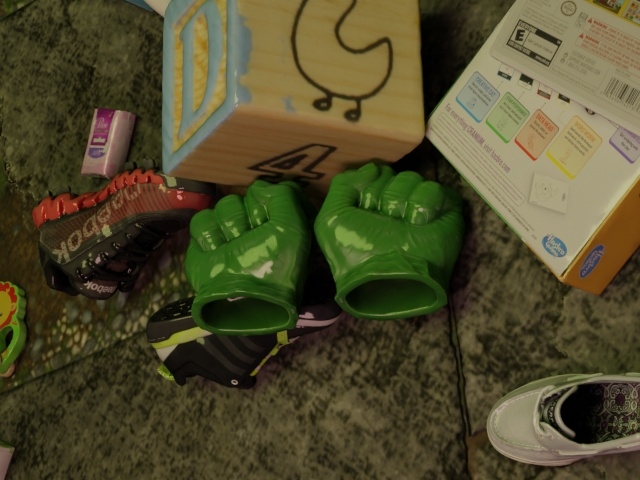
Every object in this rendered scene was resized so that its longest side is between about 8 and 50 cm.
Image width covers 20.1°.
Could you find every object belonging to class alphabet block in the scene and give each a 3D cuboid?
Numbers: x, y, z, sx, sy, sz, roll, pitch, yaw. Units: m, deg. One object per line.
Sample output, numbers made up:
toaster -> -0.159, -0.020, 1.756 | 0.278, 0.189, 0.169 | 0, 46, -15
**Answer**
alphabet block -> -0.030, -0.162, 1.747 | 0.193, 0.197, 0.192 | 146, 126, -60

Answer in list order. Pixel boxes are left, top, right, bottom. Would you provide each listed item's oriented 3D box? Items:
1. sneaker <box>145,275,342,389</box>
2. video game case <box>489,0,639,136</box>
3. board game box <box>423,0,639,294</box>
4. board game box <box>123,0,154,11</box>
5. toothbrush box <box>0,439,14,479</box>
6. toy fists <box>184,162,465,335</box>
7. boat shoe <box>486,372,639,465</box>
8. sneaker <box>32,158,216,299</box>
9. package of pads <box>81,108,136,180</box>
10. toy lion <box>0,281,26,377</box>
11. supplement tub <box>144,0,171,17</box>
sneaker -> -0.069, 0.100, 1.837 | 0.235, 0.084, 0.097 | -9, 109, 33
video game case -> 0.269, -0.208, 1.543 | 0.227, 0.026, 0.206 | 36, 102, 45
board game box -> 0.258, -0.148, 1.598 | 0.316, 0.064, 0.242 | -53, 47, 17
board game box -> -0.277, -0.439, 2.195 | 0.336, 0.079, 0.254 | 25, 94, 45
toothbrush box -> -0.515, 0.293, 2.151 | 0.283, 0.122, 0.206 | 19, 89, 47
toy fists -> 0.000, 0.000, 1.724 | 0.279, 0.096, 0.142 | -8, 51, 20
boat shoe -> 0.222, 0.143, 1.523 | 0.227, 0.081, 0.079 | -10, 70, 41
sneaker -> -0.215, -0.006, 1.980 | 0.276, 0.098, 0.135 | -16, 65, 42
package of pads -> -0.245, -0.110, 2.089 | 0.050, 0.032, 0.083 | 6, 81, 42
toy lion -> -0.380, 0.100, 2.152 | 0.100, 0.034, 0.096 | 38, 96, 43
supplement tub -> -0.070, -0.354, 1.868 | 0.272, 0.191, 0.191 | -55, 46, 26
